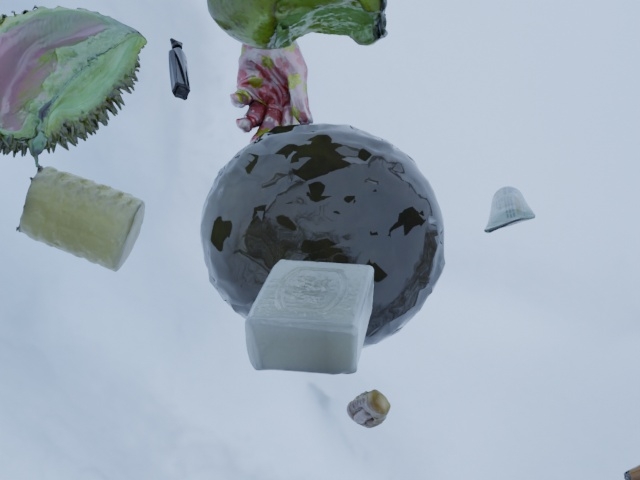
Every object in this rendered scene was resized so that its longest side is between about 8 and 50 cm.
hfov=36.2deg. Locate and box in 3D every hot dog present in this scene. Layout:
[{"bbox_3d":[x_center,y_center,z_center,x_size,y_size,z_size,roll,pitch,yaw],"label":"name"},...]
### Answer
[{"bbox_3d":[0.059,0.207,1.189,0.028,0.137,0.044,-43,88,-20],"label":"hot dog"}]

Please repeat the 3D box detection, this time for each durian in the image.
[{"bbox_3d":[-0.254,-0.132,0.881,0.220,0.137,0.095,-63,171,-52],"label":"durian"}]

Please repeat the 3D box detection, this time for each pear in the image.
[{"bbox_3d":[-0.038,-0.370,1.365,0.238,0.256,0.163,82,2,-70],"label":"pear"}]

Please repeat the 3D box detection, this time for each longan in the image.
[{"bbox_3d":[0.000,0.000,1.556,0.391,0.391,0.390,-14,112,-37],"label":"longan"}]

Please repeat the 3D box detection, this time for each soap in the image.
[{"bbox_3d":[-0.008,0.082,1.085,0.183,0.122,0.063,-68,160,-68],"label":"soap"}]

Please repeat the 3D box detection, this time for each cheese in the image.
[{"bbox_3d":[-0.360,-0.035,1.484,0.167,0.094,0.123,20,103,0],"label":"cheese"}]

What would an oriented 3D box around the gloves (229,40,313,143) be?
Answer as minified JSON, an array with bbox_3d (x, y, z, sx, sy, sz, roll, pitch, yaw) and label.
[{"bbox_3d":[-0.085,-0.253,1.730,0.145,0.126,0.241,-1,85,1],"label":"gloves"}]

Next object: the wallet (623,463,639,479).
[{"bbox_3d":[0.443,0.310,1.129,0.161,0.042,0.195,-23,119,-4],"label":"wallet"}]

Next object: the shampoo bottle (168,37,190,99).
[{"bbox_3d":[-0.219,-0.267,1.512,0.027,0.137,0.048,-20,131,6],"label":"shampoo bottle"}]

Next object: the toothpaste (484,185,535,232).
[{"bbox_3d":[0.259,-0.044,1.356,0.255,0.067,0.037,-51,123,-76],"label":"toothpaste"}]
